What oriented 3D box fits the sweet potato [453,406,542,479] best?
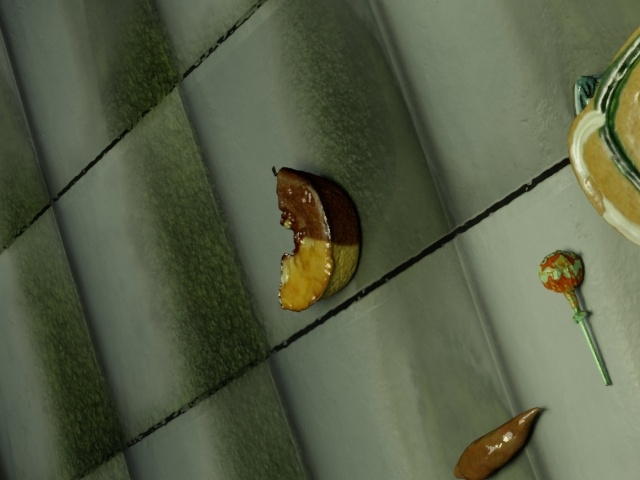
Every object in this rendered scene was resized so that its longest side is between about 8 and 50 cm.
[{"bbox_3d":[0.242,0.277,2.177,0.195,0.056,0.056,-45,60,38],"label":"sweet potato"}]

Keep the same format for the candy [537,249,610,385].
[{"bbox_3d":[0.331,0.099,2.054,0.055,0.049,0.184,-22,81,5],"label":"candy"}]

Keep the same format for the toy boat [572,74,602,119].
[{"bbox_3d":[0.351,-0.138,1.978,0.066,0.059,0.140,153,105,-66],"label":"toy boat"}]

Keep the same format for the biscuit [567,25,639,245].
[{"bbox_3d":[0.442,-0.126,1.834,0.287,0.057,0.344,53,125,21],"label":"biscuit"}]

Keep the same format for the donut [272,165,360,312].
[{"bbox_3d":[-0.001,0.002,2.413,0.141,0.085,0.217,15,107,49],"label":"donut"}]
